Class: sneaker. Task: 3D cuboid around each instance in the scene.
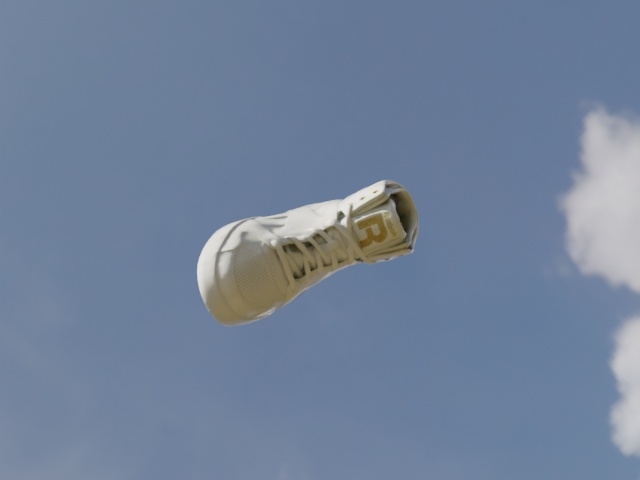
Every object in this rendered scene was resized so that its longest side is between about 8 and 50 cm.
[{"bbox_3d":[0.000,0.000,1.599,0.169,0.292,0.108,-19,-83,30],"label":"sneaker"}]
